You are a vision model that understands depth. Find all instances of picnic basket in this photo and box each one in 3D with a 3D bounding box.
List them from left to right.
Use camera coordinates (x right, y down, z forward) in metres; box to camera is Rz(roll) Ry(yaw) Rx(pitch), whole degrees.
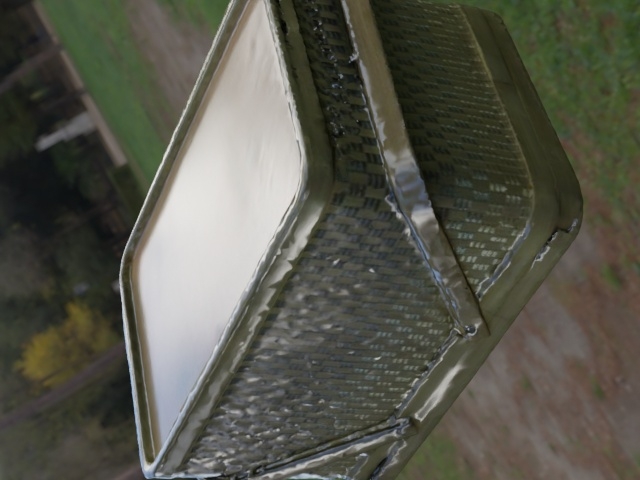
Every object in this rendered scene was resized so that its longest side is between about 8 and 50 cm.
[{"bbox_3d":[0.000,0.000,0.649,0.267,0.139,0.165,119,148,-41],"label":"picnic basket"}]
